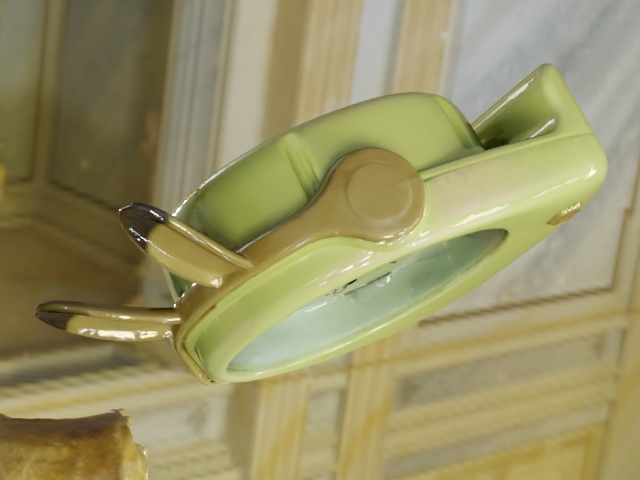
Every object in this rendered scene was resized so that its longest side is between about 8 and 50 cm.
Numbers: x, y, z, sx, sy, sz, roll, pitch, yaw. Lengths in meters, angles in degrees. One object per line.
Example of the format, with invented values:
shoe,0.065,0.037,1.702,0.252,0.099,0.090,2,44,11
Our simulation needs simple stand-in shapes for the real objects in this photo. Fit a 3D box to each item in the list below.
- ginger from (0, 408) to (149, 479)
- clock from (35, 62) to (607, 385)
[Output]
ginger,-0.290,0.116,0.906,0.375,0.166,0.236,-12,157,28
clock,0.000,0.000,0.701,0.232,0.069,0.170,-14,163,-41
